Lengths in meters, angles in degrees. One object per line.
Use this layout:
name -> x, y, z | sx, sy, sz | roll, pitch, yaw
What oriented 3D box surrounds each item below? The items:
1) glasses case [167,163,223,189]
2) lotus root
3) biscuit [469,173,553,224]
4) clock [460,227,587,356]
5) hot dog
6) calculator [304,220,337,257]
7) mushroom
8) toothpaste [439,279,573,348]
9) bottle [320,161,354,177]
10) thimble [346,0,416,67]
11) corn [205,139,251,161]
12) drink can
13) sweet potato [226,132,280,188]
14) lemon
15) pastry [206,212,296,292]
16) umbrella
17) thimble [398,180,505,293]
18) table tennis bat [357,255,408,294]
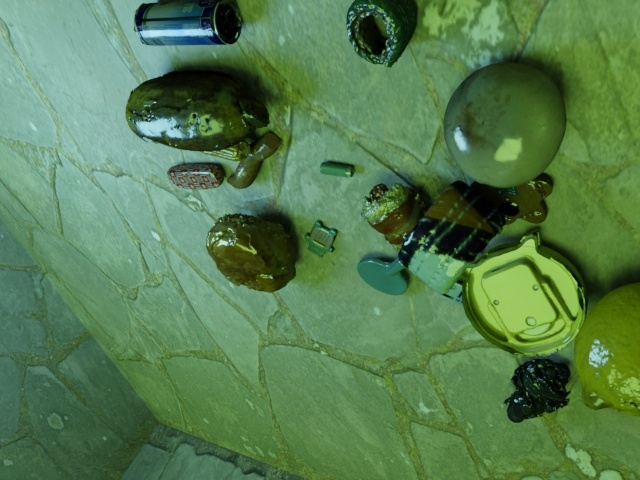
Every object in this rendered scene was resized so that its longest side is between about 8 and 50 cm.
glasses case -> -0.355, -0.185, 1.749 | 0.194, 0.049, 0.073 | 4, 136, 34
lotus root -> -0.300, -0.305, 1.456 | 0.397, 0.196, 0.179 | 6, 141, 28
biscuit -> 0.391, -0.125, 1.280 | 0.179, 0.039, 0.236 | -3, 129, 40
clock -> 0.473, 0.129, 1.422 | 0.277, 0.071, 0.294 | -20, 99, 34
hot dog -> 0.191, -0.058, 1.456 | 0.146, 0.103, 0.213 | -23, 130, 25
calculator -> 0.000, 0.000, 1.724 | 0.094, 0.019, 0.141 | 28, 143, 3
mushroom -> 0.338, -0.211, 1.121 | 0.226, 0.178, 0.227 | 8, 104, 33
toothpaste -> 0.471, 0.163, 1.522 | 0.336, 0.067, 0.081 | 21, 139, 15
bottle -> 0.041, -0.172, 1.487 | 0.083, 0.030, 0.030 | 11, 139, 25
thimble -> 0.111, -0.401, 1.126 | 0.118, 0.090, 0.135 | 22, 144, 19
corn -> -0.253, -0.245, 1.564 | 0.207, 0.068, 0.068 | 18, 144, 45
drink can -> -0.293, -0.476, 1.335 | 0.235, 0.097, 0.097 | 9, 137, 29
sweet potato -> -0.191, -0.193, 1.612 | 0.067, 0.059, 0.281 | 45, 141, -2
lemon -> 0.666, 0.229, 1.267 | 0.245, 0.320, 0.245 | 40, 179, 1
pastry -> -0.195, 0.026, 1.778 | 0.255, 0.162, 0.311 | 12, 150, 10
umbrella -> 0.578, 0.435, 1.708 | 0.154, 0.128, 0.337 | 28, 146, 3
thimble -> 0.284, -0.007, 1.316 | 0.150, 0.237, 0.237 | 40, 145, 13
table tennis bat -> 0.184, 0.088, 1.656 | 0.153, 0.040, 0.244 | 34, 153, -3
